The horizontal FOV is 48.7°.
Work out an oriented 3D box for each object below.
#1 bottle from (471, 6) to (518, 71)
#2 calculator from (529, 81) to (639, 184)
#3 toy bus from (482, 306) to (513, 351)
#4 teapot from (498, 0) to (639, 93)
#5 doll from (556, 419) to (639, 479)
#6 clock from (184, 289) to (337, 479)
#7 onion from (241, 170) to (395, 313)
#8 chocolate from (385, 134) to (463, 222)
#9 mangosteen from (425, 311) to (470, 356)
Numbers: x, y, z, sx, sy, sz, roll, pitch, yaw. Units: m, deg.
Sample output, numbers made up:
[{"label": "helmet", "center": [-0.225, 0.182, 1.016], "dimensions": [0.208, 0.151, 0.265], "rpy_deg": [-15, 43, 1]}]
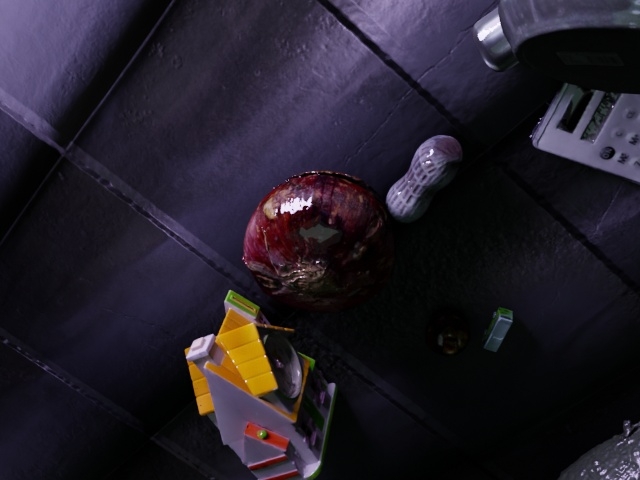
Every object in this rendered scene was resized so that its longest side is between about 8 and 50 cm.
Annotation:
[{"label": "bottle", "center": [0.322, -0.312, 0.915], "dimensions": [0.253, 0.080, 0.096], "rpy_deg": [-33, 122, 27]}, {"label": "calculator", "center": [0.453, -0.164, 1.020], "dimensions": [0.261, 0.021, 0.161], "rpy_deg": [18, 124, -1]}, {"label": "toy bus", "center": [0.312, 0.158, 1.248], "dimensions": [0.031, 0.037, 0.083], "rpy_deg": [17, 125, 0]}, {"label": "teapot", "center": [0.325, -0.346, 0.744], "dimensions": [0.253, 0.300, 0.344], "rpy_deg": [14, 88, -33]}, {"label": "doll", "center": [0.587, 0.462, 1.287], "dimensions": [0.247, 0.247, 0.350], "rpy_deg": [31, 108, -10]}, {"label": "clock", "center": [-0.109, 0.256, 1.275], "dimensions": [0.166, 0.235, 0.310], "rpy_deg": [-24, 115, 23]}, {"label": "onion", "center": [0.000, 0.000, 1.117], "dimensions": [0.246, 0.190, 0.246], "rpy_deg": [-2, 137, -1]}, {"label": "chocolate", "center": [0.160, -0.094, 1.094], "dimensions": [0.072, 0.072, 0.167], "rpy_deg": [28, 126, -8]}, {"label": "mangosteen", "center": [0.224, 0.168, 1.249], "dimensions": [0.080, 0.081, 0.081], "rpy_deg": [5, 124, 8]}]
